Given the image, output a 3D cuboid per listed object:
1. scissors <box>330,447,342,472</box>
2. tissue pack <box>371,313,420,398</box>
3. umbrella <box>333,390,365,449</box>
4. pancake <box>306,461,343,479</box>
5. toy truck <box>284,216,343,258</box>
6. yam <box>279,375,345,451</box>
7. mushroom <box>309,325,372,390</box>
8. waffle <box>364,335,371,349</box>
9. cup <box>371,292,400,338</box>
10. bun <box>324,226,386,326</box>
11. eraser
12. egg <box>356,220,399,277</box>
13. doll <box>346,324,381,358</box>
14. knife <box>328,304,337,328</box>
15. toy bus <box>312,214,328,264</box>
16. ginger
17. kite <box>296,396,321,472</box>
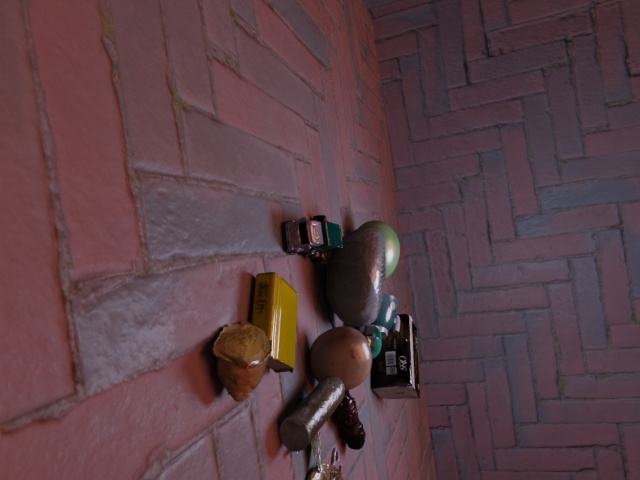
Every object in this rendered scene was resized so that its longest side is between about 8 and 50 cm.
[{"bbox_3d":[0.035,0.747,1.551,0.189,0.015,0.100,-7,87,-70],"label":"scissors"},{"bbox_3d":[0.358,0.559,2.300,0.198,0.209,0.370,64,25,-51],"label":"tissue pack"},{"bbox_3d":[0.091,0.603,1.653,0.090,0.094,0.326,-121,-169,-59],"label":"umbrella"},{"bbox_3d":[0.014,0.790,1.399,0.282,0.048,0.283,-7,90,-68],"label":"pancake"},{"bbox_3d":[-0.017,-0.010,1.528,0.253,0.123,0.114,12,67,-68],"label":"toy truck"},{"bbox_3d":[-0.014,0.467,1.330,0.259,0.093,0.093,-25,107,-62],"label":"yam"},{"bbox_3d":[0.058,0.371,1.537,0.204,0.204,0.205,-8,90,-72],"label":"mushroom"},{"bbox_3d":[0.104,0.413,1.670,0.051,0.194,0.149,33,30,-12],"label":"waffle"},{"bbox_3d":[0.259,0.346,2.180,0.299,0.167,0.173,33,56,-32],"label":"cup"},{"bbox_3d":[0.129,0.125,1.744,0.362,0.211,0.363,9,90,-78],"label":"bun"},{"bbox_3d":[-0.118,0.206,1.224,0.158,0.069,0.226,51,35,-55],"label":"eraser"},{"bbox_3d":[0.242,0.046,2.145,0.220,0.220,0.270,12,82,-71],"label":"egg"},{"bbox_3d":[0.160,0.434,1.895,0.195,0.153,0.259,-101,-167,-69],"label":"doll"},{"bbox_3d":[0.058,0.333,1.792,0.028,0.015,0.211,-56,135,-54],"label":"knife"},{"bbox_3d":[0.000,0.000,1.694,0.072,0.057,0.172,53,35,-62],"label":"toy bus"},{"bbox_3d":[-0.165,0.258,1.049,0.193,0.115,0.123,-58,158,-74],"label":"ginger"},{"bbox_3d":[-0.032,0.558,1.381,0.250,0.012,0.230,-5,77,-76],"label":"kite"}]
